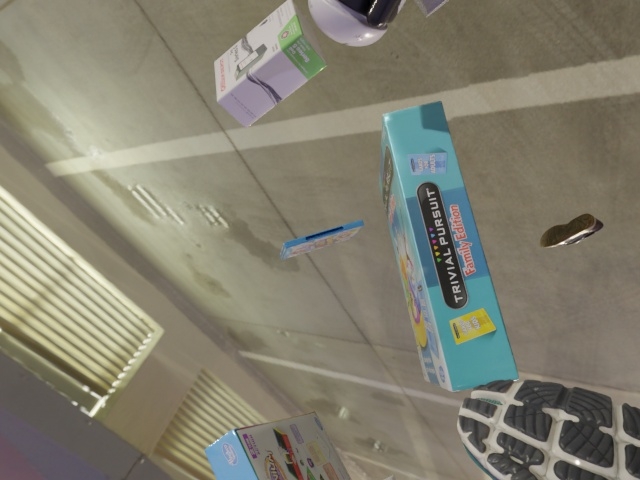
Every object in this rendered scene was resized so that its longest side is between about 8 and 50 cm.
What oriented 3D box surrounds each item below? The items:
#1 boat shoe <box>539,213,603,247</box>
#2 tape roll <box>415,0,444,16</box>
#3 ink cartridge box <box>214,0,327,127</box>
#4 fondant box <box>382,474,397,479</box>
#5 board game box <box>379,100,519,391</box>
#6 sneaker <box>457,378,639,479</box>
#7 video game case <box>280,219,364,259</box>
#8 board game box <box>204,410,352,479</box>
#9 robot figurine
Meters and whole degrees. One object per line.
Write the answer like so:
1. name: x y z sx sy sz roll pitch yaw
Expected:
1. boat shoe: 0.571 -0.012 1.107 0.049 0.056 0.152 22 157 -14
2. tape roll: 0.337 -0.663 1.215 0.072 0.219 0.219 51 144 -11
3. ink cartridge box: -0.137 -0.452 1.245 0.273 0.198 0.115 -31 137 20
4. fondant box: 0.115 0.494 0.685 0.238 0.096 0.330 62 -179 19
5. board game box: 0.154 0.024 0.672 0.079 0.335 0.254 -12 165 3
6. sneaker: 0.217 0.193 0.321 0.275 0.107 0.109 25 133 30
7. video game case: 0.000 0.000 1.011 0.119 0.167 0.015 124 129 -75
8. board game box: -0.036 0.427 0.826 0.242 0.064 0.316 57 -169 25
9. robot figurine: 0.093 -0.491 0.870 0.174 0.209 0.278 36 126 2
